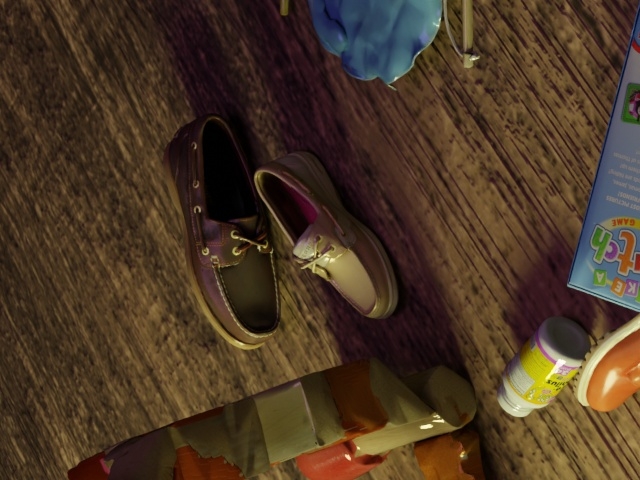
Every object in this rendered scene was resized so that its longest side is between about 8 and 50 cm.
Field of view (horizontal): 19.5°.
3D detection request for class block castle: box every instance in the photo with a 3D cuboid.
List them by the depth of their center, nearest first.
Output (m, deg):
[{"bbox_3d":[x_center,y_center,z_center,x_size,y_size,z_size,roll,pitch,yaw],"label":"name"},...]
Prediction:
[{"bbox_3d":[-0.056,0.276,1.386,0.213,0.453,0.303,-23,84,43],"label":"block castle"}]

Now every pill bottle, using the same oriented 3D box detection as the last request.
[{"bbox_3d":[0.164,0.096,1.388,0.043,0.043,0.083,56,137,23],"label":"pill bottle"}]

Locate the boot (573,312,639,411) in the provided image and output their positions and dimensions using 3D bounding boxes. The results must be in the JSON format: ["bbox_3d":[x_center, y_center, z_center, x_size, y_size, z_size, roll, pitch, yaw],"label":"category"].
[{"bbox_3d":[0.238,0.086,1.289,0.084,0.059,0.158,54,135,18],"label":"boot"}]

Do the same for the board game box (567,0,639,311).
[{"bbox_3d":[0.254,-0.049,1.204,0.160,0.039,0.211,22,101,45],"label":"board game box"}]

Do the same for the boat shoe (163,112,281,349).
[{"bbox_3d":[-0.081,-0.009,1.625,0.073,0.073,0.207,-32,76,51],"label":"boat shoe"}]

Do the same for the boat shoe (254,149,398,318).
[{"bbox_3d":[0.000,0.000,1.542,0.170,0.059,0.063,54,136,25],"label":"boat shoe"}]

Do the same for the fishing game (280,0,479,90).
[{"bbox_3d":[0.046,-0.212,1.444,0.264,0.041,0.189,18,114,55],"label":"fishing game"}]
